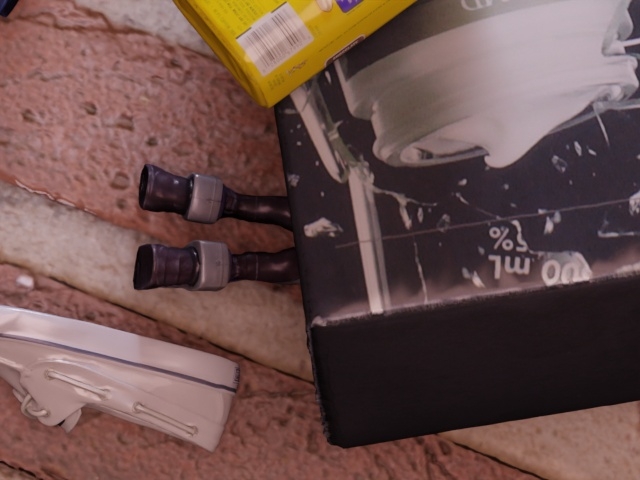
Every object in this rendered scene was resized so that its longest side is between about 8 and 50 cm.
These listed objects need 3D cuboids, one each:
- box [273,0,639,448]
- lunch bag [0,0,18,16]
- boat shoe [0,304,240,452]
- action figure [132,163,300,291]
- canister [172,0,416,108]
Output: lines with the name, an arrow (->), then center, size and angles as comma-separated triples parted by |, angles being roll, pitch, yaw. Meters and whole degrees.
box -> 0.197, -0.147, 1.353 | 0.480, 0.297, 0.472 | -10, 70, 0
lunch bag -> -0.249, -0.224, 1.510 | 0.065, 0.067, 0.098 | 37, 85, -4
boat shoe -> -0.192, 0.104, 1.489 | 0.258, 0.095, 0.084 | 13, 82, -5
action figure -> 0.000, 0.000, 1.522 | 0.285, 0.099, 0.185 | 7, 80, -11
canister -> -0.001, -0.174, 1.182 | 0.170, 0.073, 0.126 | -36, 68, -6
